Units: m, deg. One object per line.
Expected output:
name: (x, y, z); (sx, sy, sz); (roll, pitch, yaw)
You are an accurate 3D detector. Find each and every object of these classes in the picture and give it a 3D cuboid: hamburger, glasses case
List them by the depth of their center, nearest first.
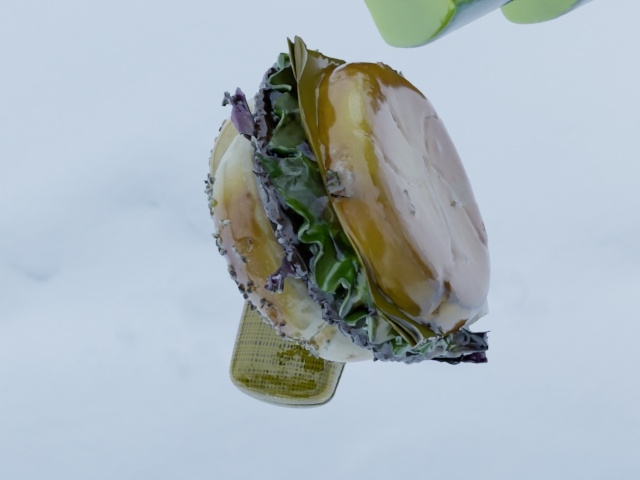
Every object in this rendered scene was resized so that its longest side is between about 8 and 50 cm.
hamburger: (0.015, -0.011, 0.507); (0.093, 0.189, 0.164); (-24, 71, 26)
glasses case: (0.000, 0.000, 0.716); (0.079, 0.064, 0.234); (10, 65, 7)

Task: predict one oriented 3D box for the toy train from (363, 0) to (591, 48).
toy train: (0.171, -0.307, 0.752); (0.442, 0.179, 0.272); (-29, 97, -16)
